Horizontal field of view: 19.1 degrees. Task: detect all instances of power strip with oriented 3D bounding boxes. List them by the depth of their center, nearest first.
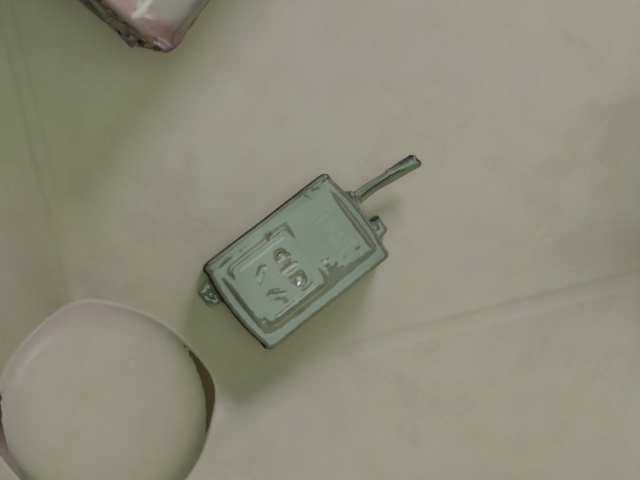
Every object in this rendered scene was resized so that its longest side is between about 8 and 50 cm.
[{"bbox_3d":[0.000,0.000,1.298,0.175,0.042,0.075,-39,94,-5],"label":"power strip"}]

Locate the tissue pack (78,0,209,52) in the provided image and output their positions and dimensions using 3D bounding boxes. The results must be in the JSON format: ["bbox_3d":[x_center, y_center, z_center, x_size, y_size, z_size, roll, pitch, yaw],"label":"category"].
[{"bbox_3d":[-0.102,-0.283,1.238,0.201,0.124,0.271,38,86,-9],"label":"tissue pack"}]
